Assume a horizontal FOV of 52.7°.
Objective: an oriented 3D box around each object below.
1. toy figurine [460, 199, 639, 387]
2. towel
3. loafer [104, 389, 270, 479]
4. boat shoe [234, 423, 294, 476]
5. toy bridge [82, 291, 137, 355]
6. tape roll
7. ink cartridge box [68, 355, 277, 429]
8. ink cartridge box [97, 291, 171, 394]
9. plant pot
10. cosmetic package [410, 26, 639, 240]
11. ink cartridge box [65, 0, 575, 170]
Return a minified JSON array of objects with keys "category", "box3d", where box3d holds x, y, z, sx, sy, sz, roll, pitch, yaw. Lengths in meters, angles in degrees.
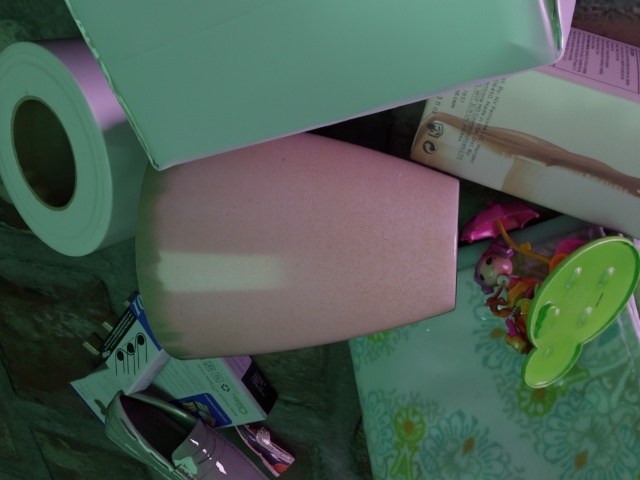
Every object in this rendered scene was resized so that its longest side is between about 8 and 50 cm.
[{"category":"toy figurine","box3d":[0.207,0.034,0.663,0.130,0.159,0.173,0,120,-29]},{"category":"towel","box3d":[0.203,0.162,0.739,0.374,0.090,0.321,-20,69,32]},{"category":"loafer","box3d":[-0.216,0.352,1.068,0.319,0.112,0.111,27,137,3]},{"category":"boat shoe","box3d":[-0.103,0.355,1.139,0.043,0.049,0.137,-41,99,-6]},{"category":"toy bridge","box3d":[-0.351,0.159,1.130,0.063,0.026,0.188,44,127,-9]},{"category":"tape roll","box3d":[-0.258,-0.120,0.778,0.246,0.169,0.246,17,118,34]},{"category":"ink cartridge box","box3d":[-0.268,0.262,1.136,0.370,0.069,0.176,-21,111,30]},{"category":"ink cartridge box","box3d":[-0.269,0.142,1.024,0.097,0.046,0.207,50,117,19]},{"category":"plant pot","box3d":[0.000,0.000,0.654,0.273,0.256,0.257,1,121,12]},{"category":"cosmetic package","box3d":[0.254,-0.111,0.616,0.296,0.153,0.129,22,128,11]},{"category":"ink cartridge box","box3d":[0.038,-0.223,0.488,0.279,0.385,0.161,-10,116,29]}]
